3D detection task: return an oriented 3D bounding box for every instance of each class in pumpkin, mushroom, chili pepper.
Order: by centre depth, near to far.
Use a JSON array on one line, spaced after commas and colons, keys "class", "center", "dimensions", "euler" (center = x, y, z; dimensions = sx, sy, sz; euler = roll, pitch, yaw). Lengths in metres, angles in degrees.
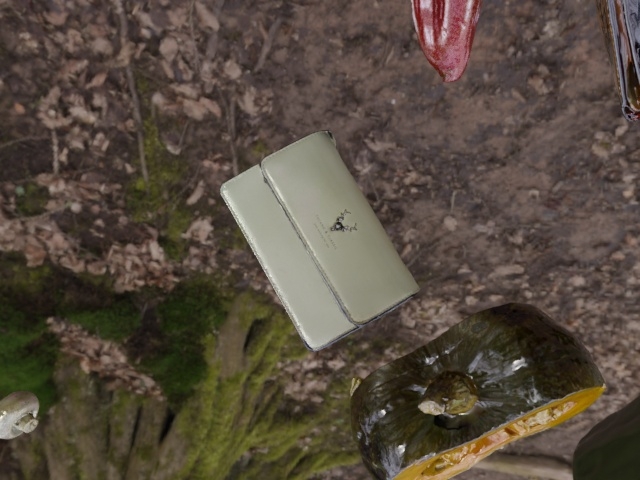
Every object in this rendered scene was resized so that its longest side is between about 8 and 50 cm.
[{"class": "pumpkin", "center": [0.183, 0.199, 0.794], "dimensions": [0.317, 0.139, 0.222], "euler": [-29, 143, 15]}, {"class": "mushroom", "center": [-0.504, 0.290, 1.043], "dimensions": [0.068, 0.083, 0.083], "euler": [30, 161, 17]}, {"class": "chili pepper", "center": [0.242, -0.441, 1.245], "dimensions": [0.144, 0.136, 0.252], "euler": [-3, 118, -9]}]

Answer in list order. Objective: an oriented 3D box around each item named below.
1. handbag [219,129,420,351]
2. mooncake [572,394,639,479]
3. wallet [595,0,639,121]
[{"class": "handbag", "center": [0.000, 0.000, 1.189], "dimensions": [0.237, 0.358, 0.160], "euler": [-30, 173, -1]}, {"class": "mooncake", "center": [0.516, 0.365, 0.811], "dimensions": [0.357, 0.356, 0.194], "euler": [24, 126, -24]}, {"class": "wallet", "center": [0.238, -0.219, 0.506], "dimensions": [0.042, 0.161, 0.195], "euler": [-3, 130, 26]}]
